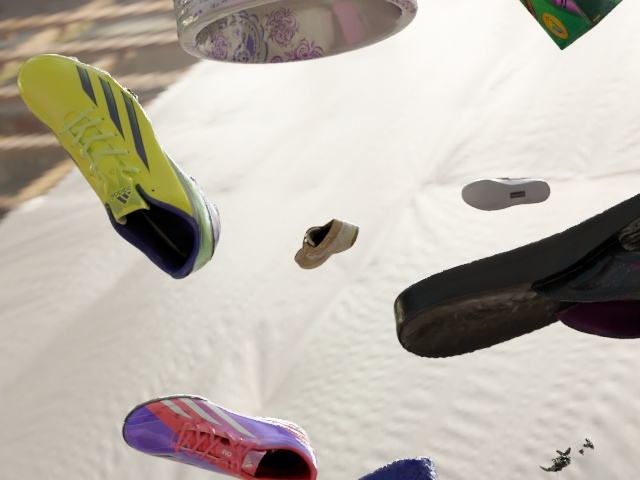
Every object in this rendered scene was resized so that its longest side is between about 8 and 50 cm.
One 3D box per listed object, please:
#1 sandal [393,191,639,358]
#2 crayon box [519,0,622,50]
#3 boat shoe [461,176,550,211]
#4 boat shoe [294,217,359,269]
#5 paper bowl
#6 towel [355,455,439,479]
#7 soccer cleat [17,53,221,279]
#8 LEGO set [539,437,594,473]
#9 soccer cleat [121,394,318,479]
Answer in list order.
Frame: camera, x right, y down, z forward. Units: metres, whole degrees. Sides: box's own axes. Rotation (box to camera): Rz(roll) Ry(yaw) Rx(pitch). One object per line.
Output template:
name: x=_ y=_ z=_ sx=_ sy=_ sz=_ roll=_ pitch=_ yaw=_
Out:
sandal: x=0.289 y=0.050 z=1.380 sx=0.445 sy=0.167 sz=0.107 roll=-23 pitch=-123 yaw=21
crayon box: x=0.361 y=-0.397 z=1.838 sx=0.278 sy=0.165 sz=0.081 roll=-43 pitch=-176 yaw=-29
boat shoe: x=0.274 y=-0.071 z=2.090 sx=0.142 sy=0.049 sz=0.040 roll=-2 pitch=-168 yaw=-15
boat shoe: x=0.000 y=0.000 z=1.910 sx=0.135 sy=0.045 sz=0.050 roll=-32 pitch=-146 yaw=49
paper bowl: x=-0.033 y=-0.313 z=1.630 sx=0.284 sy=0.148 sz=0.284 roll=-6 pitch=173 yaw=-1
towel: x=0.080 y=0.436 z=1.685 sx=0.227 sy=0.076 sz=0.308 roll=-28 pitch=-128 yaw=18
soccer cleat: x=-0.215 y=-0.079 z=1.485 sx=0.093 sy=0.289 sz=0.121 roll=-34 pitch=-163 yaw=26
LEGO set: x=0.357 y=0.315 z=2.004 sx=0.083 sy=0.023 sz=0.054 roll=-23 pitch=-167 yaw=20
soccer cleat: x=-0.151 y=0.320 z=2.184 sx=0.318 sy=0.109 sz=0.116 roll=14 pitch=-167 yaw=-21
